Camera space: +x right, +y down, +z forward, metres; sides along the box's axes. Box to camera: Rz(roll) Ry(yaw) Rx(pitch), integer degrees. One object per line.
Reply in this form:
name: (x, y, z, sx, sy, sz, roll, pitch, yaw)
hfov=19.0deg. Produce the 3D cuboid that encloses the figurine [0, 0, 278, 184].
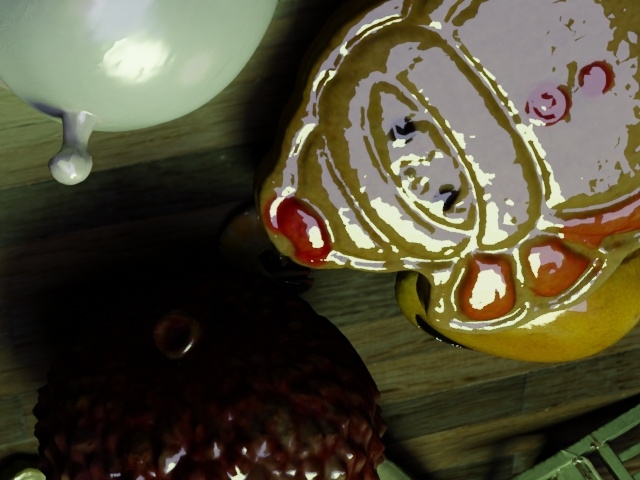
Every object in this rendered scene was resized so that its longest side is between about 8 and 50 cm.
figurine: (-0.107, -0.231, 1.257, 0.253, 0.211, 0.361, 34, 107, -32)

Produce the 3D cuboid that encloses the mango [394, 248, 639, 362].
mango: (0.178, 0.038, 1.708, 0.236, 0.136, 0.166, 9, 135, -21)

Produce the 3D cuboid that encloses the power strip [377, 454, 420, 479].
power strip: (-0.015, 0.289, 1.905, 0.257, 0.092, 0.251, -31, 145, 6)

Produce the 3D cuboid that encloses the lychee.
lychee: (-0.091, 0.173, 1.603, 0.306, 0.306, 0.330, -14, 129, -10)

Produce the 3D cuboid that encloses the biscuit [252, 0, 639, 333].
biscuit: (0.128, -0.088, 1.534, 0.381, 0.074, 0.359, -30, 115, 3)

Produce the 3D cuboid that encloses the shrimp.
shrimp: (0.001, 0.001, 1.667, 0.178, 0.034, 0.124, -13, 139, -9)

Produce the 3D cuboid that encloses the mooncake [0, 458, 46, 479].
mooncake: (-0.365, 0.340, 1.808, 0.347, 0.057, 0.150, -33, 121, 8)

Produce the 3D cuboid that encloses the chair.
chair: (0.277, 0.288, 1.984, 0.270, 0.136, 0.147, -27, 158, -22)
